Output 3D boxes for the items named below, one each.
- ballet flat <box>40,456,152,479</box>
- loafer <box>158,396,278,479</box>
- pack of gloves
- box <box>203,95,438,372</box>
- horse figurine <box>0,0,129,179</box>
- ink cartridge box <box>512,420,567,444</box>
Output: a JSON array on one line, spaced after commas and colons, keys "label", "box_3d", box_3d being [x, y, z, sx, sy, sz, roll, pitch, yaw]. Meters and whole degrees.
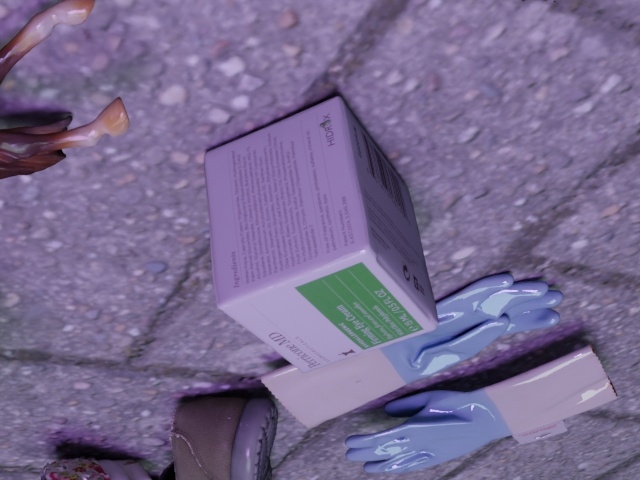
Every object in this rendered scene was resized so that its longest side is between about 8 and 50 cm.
[{"label": "ballet flat", "box_3d": [-0.181, 0.236, 0.839, 0.077, 0.091, 0.241, -36, 154, -16]}, {"label": "loafer", "box_3d": [-0.092, 0.208, 0.813, 0.087, 0.094, 0.251, 16, 134, 5]}, {"label": "pack of gloves", "box_3d": [0.098, 0.104, 0.754, 0.232, 0.046, 0.195, -24, 132, 15]}, {"label": "box", "box_3d": [0.000, 0.000, 0.510, 0.087, 0.102, 0.101, -20, 145, 18]}, {"label": "horse figurine", "box_3d": [-0.181, -0.093, 0.366, 0.174, 0.066, 0.263, -15, 143, -3]}, {"label": "ink cartridge box", "box_3d": [0.187, 0.151, 0.836, 0.048, 0.028, 0.083, -20, 144, 15]}]
